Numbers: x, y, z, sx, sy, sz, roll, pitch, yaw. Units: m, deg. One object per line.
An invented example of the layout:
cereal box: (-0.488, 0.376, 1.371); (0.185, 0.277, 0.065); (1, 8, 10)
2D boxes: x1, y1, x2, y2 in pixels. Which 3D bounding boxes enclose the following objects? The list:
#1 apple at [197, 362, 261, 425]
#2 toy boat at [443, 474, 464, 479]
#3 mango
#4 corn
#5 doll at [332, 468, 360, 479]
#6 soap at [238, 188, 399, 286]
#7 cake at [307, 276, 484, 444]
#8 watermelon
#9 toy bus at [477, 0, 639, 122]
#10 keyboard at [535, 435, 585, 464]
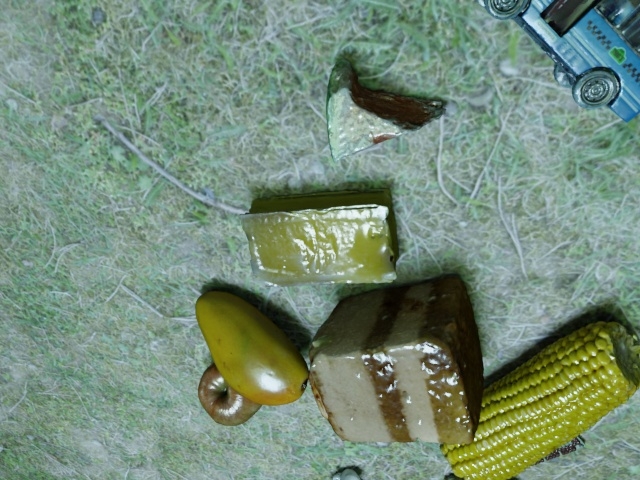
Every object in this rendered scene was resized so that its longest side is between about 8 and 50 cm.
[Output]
apple: (-0.168, 0.286, 1.033); (0.126, 0.102, 0.125); (-3, 78, 14)
toy boat: (0.317, 0.490, 1.062); (0.149, 0.049, 0.047); (-3, 89, 20)
mango: (-0.130, 0.190, 0.949); (0.253, 0.113, 0.138); (43, 120, 11)
corn: (0.341, 0.276, 0.870); (0.144, 0.144, 0.387); (35, 125, -7)
doll: (0.086, 0.553, 1.156); (0.162, 0.062, 0.106); (44, 117, -13)
soap: (0.000, -0.001, 0.833); (0.234, 0.076, 0.134); (-2, 119, 18)
cake: (0.101, 0.189, 0.858); (0.293, 0.196, 0.198); (-10, 116, 26)
watermelon: (0.070, -0.146, 0.716); (0.158, 0.098, 0.121); (21, 124, -3)
toy bus: (0.277, -0.251, 0.580); (0.246, 0.113, 0.134); (40, 118, -12)
keyboard: (0.399, 0.391, 0.996); (0.055, 0.017, 0.166); (45, 122, -13)
